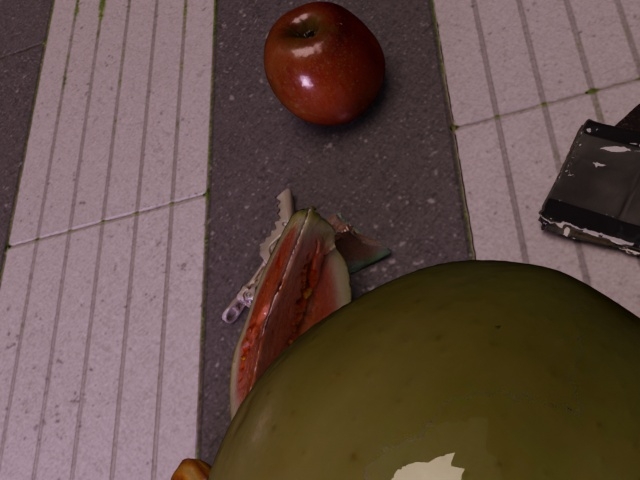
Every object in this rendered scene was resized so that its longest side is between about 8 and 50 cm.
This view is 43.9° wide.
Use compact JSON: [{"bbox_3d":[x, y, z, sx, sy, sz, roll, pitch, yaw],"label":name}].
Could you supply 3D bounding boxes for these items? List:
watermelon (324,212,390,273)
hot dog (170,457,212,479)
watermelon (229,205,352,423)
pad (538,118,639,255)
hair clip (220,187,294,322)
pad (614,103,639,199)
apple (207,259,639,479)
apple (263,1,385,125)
[{"bbox_3d":[0.000,0.008,1.107,0.155,0.080,0.101,-35,49,14],"label":"watermelon"},{"bbox_3d":[-0.111,0.378,0.937,0.115,0.072,0.269,-41,55,-3],"label":"hot dog"},{"bbox_3d":[-0.026,0.122,1.019,0.129,0.159,0.303,19,81,-12],"label":"watermelon"},{"bbox_3d":[0.409,-0.059,0.983,0.233,0.022,0.174,17,69,30],"label":"pad"},{"bbox_3d":[-0.067,0.024,1.149,0.072,0.034,0.225,12,66,26],"label":"hair clip"},{"bbox_3d":[0.486,-0.060,0.964,0.220,0.004,0.330,-41,53,-3],"label":"pad"},{"bbox_3d":[0.129,0.235,0.687,0.474,0.473,0.473,-11,58,18],"label":"apple"},{"bbox_3d":[0.007,-0.270,1.206,0.181,0.168,0.180,-12,52,16],"label":"apple"}]
